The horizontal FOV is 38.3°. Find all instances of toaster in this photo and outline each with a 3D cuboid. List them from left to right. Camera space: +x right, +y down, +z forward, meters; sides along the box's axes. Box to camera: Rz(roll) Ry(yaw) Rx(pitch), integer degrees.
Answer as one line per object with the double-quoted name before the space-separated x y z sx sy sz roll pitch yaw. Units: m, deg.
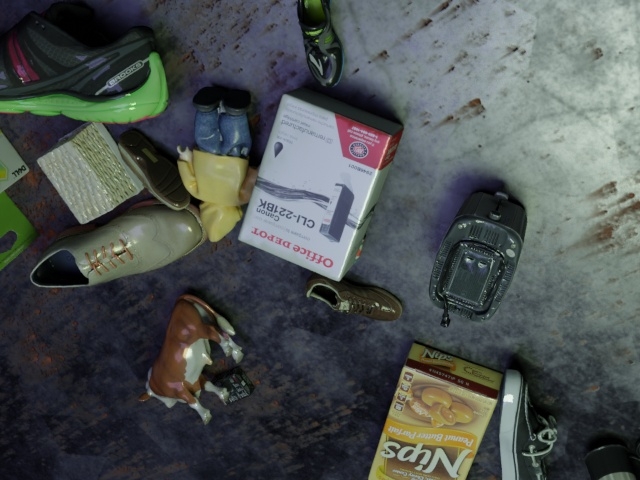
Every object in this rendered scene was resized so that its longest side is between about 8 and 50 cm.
"toaster" 0.266 0.029 1.549 0.129 0.146 0.227 20 123 11

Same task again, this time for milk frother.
"milk frother" 0.572 0.436 1.668 0.129 0.135 0.143 17 133 -26

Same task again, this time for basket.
"basket" -0.442 -0.128 1.768 0.113 0.103 0.167 -22 109 32

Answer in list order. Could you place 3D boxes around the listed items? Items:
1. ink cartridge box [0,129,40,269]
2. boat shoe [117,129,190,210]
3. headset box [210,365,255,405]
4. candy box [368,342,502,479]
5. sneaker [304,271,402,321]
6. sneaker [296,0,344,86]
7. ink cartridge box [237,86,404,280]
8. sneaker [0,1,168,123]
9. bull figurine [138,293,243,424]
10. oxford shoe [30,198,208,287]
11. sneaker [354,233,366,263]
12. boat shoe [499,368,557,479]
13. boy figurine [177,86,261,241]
"ink cartridge box" -0.654 -0.085 1.828 0.097 0.189 0.255 -24 109 29
"boat shoe" -0.313 -0.122 1.737 0.190 0.068 0.072 51 146 16
"headset box" -0.191 0.312 1.965 0.083 0.032 0.062 -26 105 32
"candy box" 0.219 0.367 1.798 0.182 0.087 0.317 19 123 10
"sneaker" 0.058 0.118 1.729 0.188 0.071 0.066 20 124 11
"sneaker" -0.008 -0.336 1.490 0.067 0.078 0.188 2 120 21
"ink cartridge box" -0.002 -0.095 1.569 0.197 0.114 0.273 22 110 9
"sneaker" -0.489 -0.326 1.658 0.482 0.185 0.202 7 103 14
"bull figurine" -0.272 0.260 1.914 0.188 0.101 0.310 29 123 19
"oxford shoe" -0.396 0.027 1.813 0.396 0.146 0.141 -17 110 29
"sneaker" 0.000 0.000 1.693 0.161 0.057 0.075 16 117 10
"boat shoe" 0.387 0.363 1.716 0.104 0.113 0.306 0 121 14
"boy figurine" -0.170 -0.127 1.667 0.177 0.092 0.285 5 123 4
